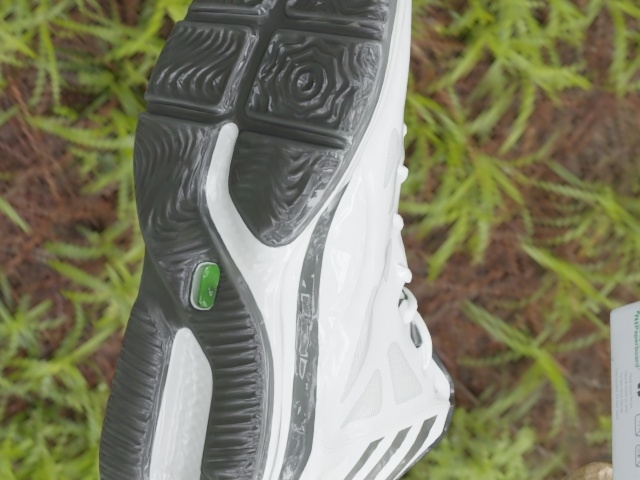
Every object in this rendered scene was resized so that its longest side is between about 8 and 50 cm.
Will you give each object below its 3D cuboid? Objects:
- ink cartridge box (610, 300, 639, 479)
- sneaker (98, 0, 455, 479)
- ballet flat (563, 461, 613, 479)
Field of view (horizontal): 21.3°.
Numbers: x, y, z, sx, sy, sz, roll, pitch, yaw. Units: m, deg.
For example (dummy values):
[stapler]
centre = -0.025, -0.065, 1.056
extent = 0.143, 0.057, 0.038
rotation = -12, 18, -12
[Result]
[ink cartridge box]
centre = 0.379, 0.176, 1.378
extent = 0.071, 0.324, 0.330
rotation = 22, 151, -36
[sneaker]
centre = -0.001, 0.000, 1.186
extent = 0.257, 0.169, 0.447
rotation = 19, 84, -59
[ballet flat]
centre = 0.266, 0.417, 1.943
extent = 0.116, 0.124, 0.342
rotation = 27, 108, 1
